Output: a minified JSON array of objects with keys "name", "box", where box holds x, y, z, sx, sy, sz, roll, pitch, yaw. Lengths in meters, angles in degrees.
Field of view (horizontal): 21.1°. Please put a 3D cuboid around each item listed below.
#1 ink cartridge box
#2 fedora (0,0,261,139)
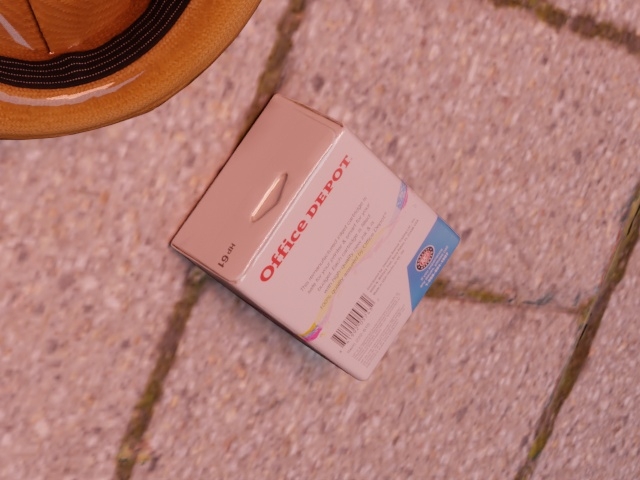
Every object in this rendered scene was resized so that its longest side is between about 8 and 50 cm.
[{"name":"ink cartridge box","box":[0.000,0.000,0.813,0.088,0.052,0.122,-55,141,-5]},{"name":"fedora","box":[-0.101,-0.128,0.595,0.194,0.079,0.194,-14,131,-17]}]
